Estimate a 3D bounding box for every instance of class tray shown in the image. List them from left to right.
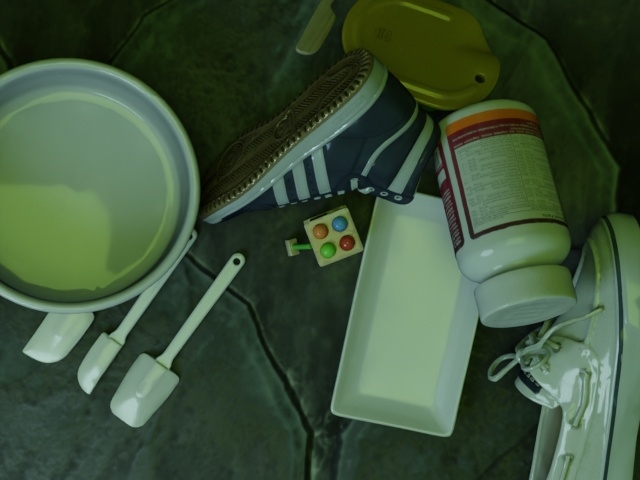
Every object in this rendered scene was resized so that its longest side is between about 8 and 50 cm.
[{"bbox_3d":[0.108,0.081,1.184,0.145,0.030,0.270,12,95,-1],"label":"tray"}]

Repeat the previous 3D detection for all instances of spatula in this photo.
[{"bbox_3d":[-0.205,0.078,1.190,0.168,0.019,0.242,36,91,-2],"label":"spatula"}]

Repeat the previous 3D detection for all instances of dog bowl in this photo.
[{"bbox_3d":[-0.265,-0.054,1.099,0.265,0.104,0.264,1,86,-14],"label":"dog bowl"}]

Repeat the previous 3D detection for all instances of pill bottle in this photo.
[{"bbox_3d":[0.194,-0.027,1.090,0.121,0.121,0.221,-11,70,1],"label":"pill bottle"}]

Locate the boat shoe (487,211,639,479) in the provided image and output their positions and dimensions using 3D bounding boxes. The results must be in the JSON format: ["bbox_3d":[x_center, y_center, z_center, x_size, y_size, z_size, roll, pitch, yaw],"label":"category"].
[{"bbox_3d":[0.268,0.148,1.150,0.157,0.136,0.367,3,105,3],"label":"boat shoe"}]

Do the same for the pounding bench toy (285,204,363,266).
[{"bbox_3d":[0.000,0.000,1.158,0.083,0.065,0.052,-22,95,2],"label":"pounding bench toy"}]

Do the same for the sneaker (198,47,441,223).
[{"bbox_3d":[0.000,-0.075,1.122,0.153,0.099,0.282,33,127,-32],"label":"sneaker"}]

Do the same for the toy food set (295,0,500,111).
[{"bbox_3d":[0.087,-0.207,1.145,0.218,0.071,0.128,20,71,-4],"label":"toy food set"}]
